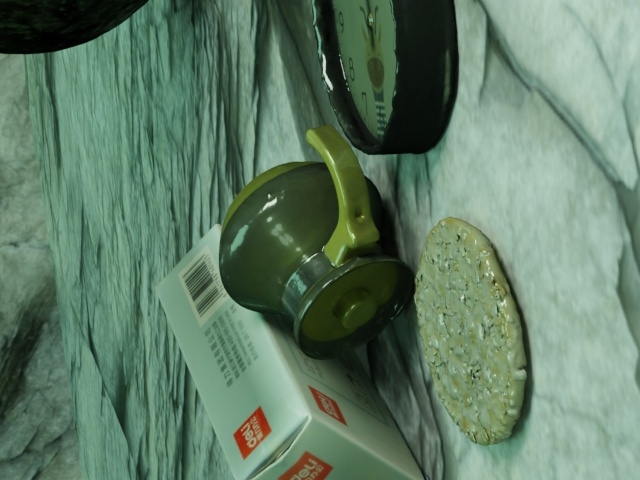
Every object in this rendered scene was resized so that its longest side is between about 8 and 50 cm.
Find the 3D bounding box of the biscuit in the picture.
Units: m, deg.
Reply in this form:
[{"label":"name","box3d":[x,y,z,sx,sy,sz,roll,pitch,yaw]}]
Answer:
[{"label":"biscuit","box3d":[0.094,0.057,1.062,0.152,0.020,0.152,171,90,-72]}]

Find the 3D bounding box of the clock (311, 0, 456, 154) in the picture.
[{"label":"clock","box3d":[0.037,-0.145,1.110,0.184,0.040,0.184,171,90,-74]}]

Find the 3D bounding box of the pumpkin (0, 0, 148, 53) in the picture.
[{"label":"pumpkin","box3d":[-0.304,-0.399,1.588,0.454,0.344,0.454,54,161,29]}]

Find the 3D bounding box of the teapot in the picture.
[{"label":"teapot","box3d":[0.000,0.000,1.174,0.119,0.130,0.165,52,145,32]}]

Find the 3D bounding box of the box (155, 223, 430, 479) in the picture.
[{"label":"box","box3d":[-0.025,0.109,1.269,0.079,0.135,0.269,-47,34,12]}]
